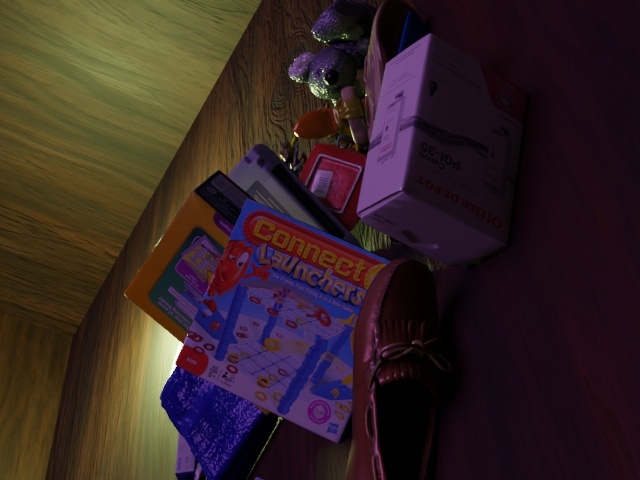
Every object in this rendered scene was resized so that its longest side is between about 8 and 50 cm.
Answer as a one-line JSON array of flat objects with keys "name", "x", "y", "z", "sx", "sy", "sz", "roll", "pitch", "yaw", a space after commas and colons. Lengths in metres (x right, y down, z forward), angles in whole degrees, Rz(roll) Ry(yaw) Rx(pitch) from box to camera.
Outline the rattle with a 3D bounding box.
[{"name": "rattle", "x": 0.036, "y": -0.237, "z": 2.087, "sx": 0.143, "sy": 0.130, "sz": 0.199, "roll": -33, "pitch": 15, "yaw": 11}]

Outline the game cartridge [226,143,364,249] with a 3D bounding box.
[{"name": "game cartridge", "x": -0.066, "y": -0.030, "z": 2.008, "sx": 0.062, "sy": 0.297, "sz": 0.198, "roll": -45, "pitch": 3, "yaw": -35}]

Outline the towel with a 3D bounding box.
[{"name": "towel", "x": -0.218, "y": 0.342, "z": 2.121, "sx": 0.308, "sy": 0.076, "sz": 0.227, "roll": 42, "pitch": 110, "yaw": 46}]

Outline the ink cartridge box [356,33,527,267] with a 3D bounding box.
[{"name": "ink cartridge box", "x": 0.188, "y": -0.131, "z": 1.554, "sx": 0.117, "sy": 0.207, "sz": 0.283, "roll": -28, "pitch": 43, "yaw": 52}]

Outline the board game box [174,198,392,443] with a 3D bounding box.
[{"name": "board game box", "x": -0.038, "y": 0.129, "z": 1.707, "sx": 0.302, "sy": 0.308, "sz": 0.086, "roll": -67, "pitch": -12, "yaw": 1}]

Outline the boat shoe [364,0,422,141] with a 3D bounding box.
[{"name": "boat shoe", "x": 0.133, "y": -0.333, "z": 2.047, "sx": 0.110, "sy": 0.122, "sz": 0.341, "roll": -45, "pitch": 31, "yaw": 50}]

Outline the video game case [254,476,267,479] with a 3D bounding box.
[{"name": "video game case", "x": -0.110, "y": 0.536, "z": 1.858, "sx": 0.183, "sy": 0.023, "sz": 0.201, "roll": -8, "pitch": 61, "yaw": 67}]

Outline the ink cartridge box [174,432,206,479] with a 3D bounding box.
[{"name": "ink cartridge box", "x": -0.280, "y": 0.456, "z": 2.280, "sx": 0.207, "sy": 0.046, "sz": 0.097, "roll": -93, "pitch": -8, "yaw": -52}]

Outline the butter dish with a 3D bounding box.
[{"name": "butter dish", "x": 0.041, "y": -0.092, "z": 2.046, "sx": 0.160, "sy": 0.118, "sz": 0.160, "roll": 20, "pitch": 81, "yaw": 27}]

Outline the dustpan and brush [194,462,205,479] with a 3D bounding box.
[{"name": "dustpan and brush", "x": -0.223, "y": 0.425, "z": 2.215, "sx": 0.147, "sy": 0.060, "sz": 0.211, "roll": -43, "pitch": 30, "yaw": 48}]

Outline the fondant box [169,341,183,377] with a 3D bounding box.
[{"name": "fondant box", "x": -0.240, "y": 0.243, "z": 2.413, "sx": 0.330, "sy": 0.096, "sz": 0.238, "roll": -32, "pitch": 40, "yaw": 56}]

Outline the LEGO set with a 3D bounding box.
[{"name": "LEGO set", "x": -0.061, "y": -0.157, "z": 2.247, "sx": 0.331, "sy": 0.192, "sz": 0.255, "roll": -34, "pitch": 38, "yaw": 57}]

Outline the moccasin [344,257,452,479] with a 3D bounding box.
[{"name": "moccasin", "x": 0.113, "y": 0.203, "z": 1.476, "sx": 0.147, "sy": 0.139, "sz": 0.380, "roll": -30, "pitch": 41, "yaw": 58}]

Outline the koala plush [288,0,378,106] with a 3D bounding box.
[{"name": "koala plush", "x": 0.051, "y": -0.396, "z": 2.262, "sx": 0.221, "sy": 0.196, "sz": 0.203, "roll": -56, "pitch": 11, "yaw": 29}]

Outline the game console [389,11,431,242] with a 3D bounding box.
[{"name": "game console", "x": 0.140, "y": -0.185, "z": 1.756, "sx": 0.250, "sy": 0.173, "sz": 0.293, "roll": -43, "pitch": 28, "yaw": 58}]

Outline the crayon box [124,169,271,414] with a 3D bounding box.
[{"name": "crayon box", "x": -0.141, "y": 0.103, "z": 1.912, "sx": 0.313, "sy": 0.363, "sz": 0.106, "roll": -50, "pitch": -1, "yaw": 39}]
